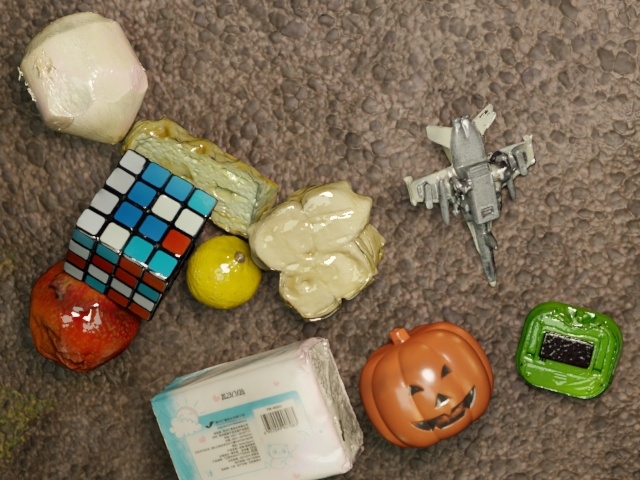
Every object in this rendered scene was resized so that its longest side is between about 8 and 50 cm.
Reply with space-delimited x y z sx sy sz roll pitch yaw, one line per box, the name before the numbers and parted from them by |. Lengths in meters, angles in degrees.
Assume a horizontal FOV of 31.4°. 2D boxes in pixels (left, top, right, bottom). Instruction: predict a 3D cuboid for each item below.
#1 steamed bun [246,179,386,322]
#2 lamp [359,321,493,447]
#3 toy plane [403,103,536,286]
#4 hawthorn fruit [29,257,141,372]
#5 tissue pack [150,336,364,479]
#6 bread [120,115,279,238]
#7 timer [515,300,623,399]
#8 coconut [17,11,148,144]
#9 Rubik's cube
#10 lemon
steamed bun | 0.000 0.000 1.617 0.192 0.106 0.177 -39 107 7
lamp | 0.143 0.193 1.592 0.187 0.187 0.164 -28 97 19
toy plane | 0.219 -0.050 1.559 0.192 0.088 0.262 -20 105 -10
hawthorn fruit | -0.358 0.113 1.704 0.179 0.173 0.173 -36 95 26
tissue pack | -0.094 0.272 1.701 0.271 0.124 0.201 -18 101 18
bread | -0.173 -0.100 1.635 0.232 0.088 0.128 26 140 4
timer | 0.349 0.156 1.604 0.140 0.047 0.128 15 107 9
coconut | -0.329 -0.219 1.596 0.171 0.171 0.183 -27 86 19
Rubik's cube | -0.255 -0.007 1.606 0.151 0.154 0.155 31 149 -2
lemon | -0.139 0.047 1.652 0.109 0.109 0.133 51 143 -4
